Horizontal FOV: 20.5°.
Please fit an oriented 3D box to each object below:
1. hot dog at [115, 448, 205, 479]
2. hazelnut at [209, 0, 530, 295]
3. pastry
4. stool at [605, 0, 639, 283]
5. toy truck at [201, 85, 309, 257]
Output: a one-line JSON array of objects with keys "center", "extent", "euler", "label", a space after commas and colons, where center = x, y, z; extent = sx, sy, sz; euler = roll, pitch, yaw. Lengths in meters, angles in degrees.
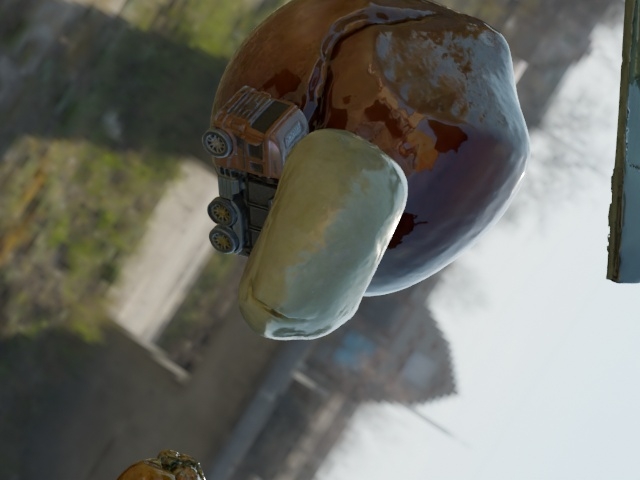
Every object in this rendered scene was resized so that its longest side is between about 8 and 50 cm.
[{"center": [-0.167, 0.312, 1.646], "extent": [0.115, 0.072, 0.269], "euler": [-31, 141, -56], "label": "hot dog"}, {"center": [0.057, -0.117, 2.017], "extent": [0.372, 0.372, 0.315], "euler": [-58, 163, 11], "label": "hazelnut"}, {"center": [0.000, 0.000, 1.237], "extent": [0.156, 0.092, 0.156], "euler": [23, 90, -86], "label": "pastry"}, {"center": [0.389, -0.088, 1.453], "extent": [0.170, 0.244, 0.269], "euler": [3, 92, -45], "label": "stool"}, {"center": [-0.059, -0.058, 1.814], "extent": [0.083, 0.092, 0.192], "euler": [-50, 149, -44], "label": "toy truck"}]
